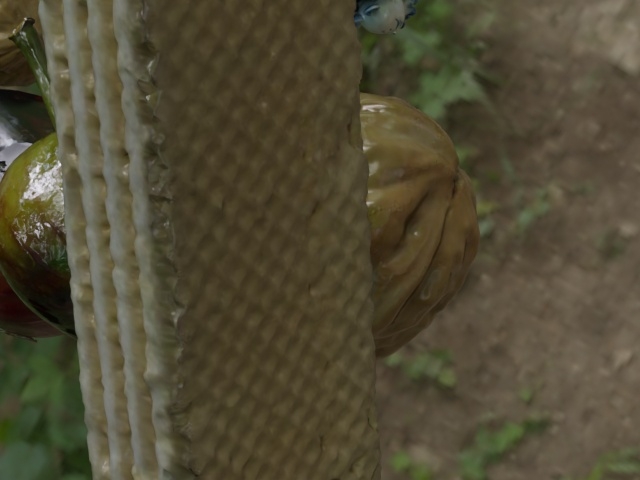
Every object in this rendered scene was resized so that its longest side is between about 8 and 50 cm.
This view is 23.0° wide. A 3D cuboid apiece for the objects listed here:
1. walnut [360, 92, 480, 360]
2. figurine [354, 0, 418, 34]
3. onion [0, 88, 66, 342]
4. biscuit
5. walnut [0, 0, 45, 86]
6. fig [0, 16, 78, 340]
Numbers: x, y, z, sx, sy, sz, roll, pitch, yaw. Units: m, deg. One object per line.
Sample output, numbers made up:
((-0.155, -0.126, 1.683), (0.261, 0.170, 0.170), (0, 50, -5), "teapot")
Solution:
((0.000, 0.000, 1.113), (0.245, 0.198, 0.198), (-30, 26, 21), "walnut")
((0.045, -0.231, 1.500), (0.114, 0.114, 0.079), (160, 96, -71), "figurine")
((-0.294, -0.037, 1.569), (0.221, 0.281, 0.281), (73, -141, -70), "onion")
((-0.044, -0.047, 0.683), (0.078, 0.144, 0.426), (16, 116, 42), "biscuit")
((-0.340, -0.240, 1.666), (0.184, 0.155, 0.155), (41, 105, 47), "walnut")
((-0.151, -0.044, 0.994), (0.149, 0.149, 0.245), (-55, 44, 28), "fig")
